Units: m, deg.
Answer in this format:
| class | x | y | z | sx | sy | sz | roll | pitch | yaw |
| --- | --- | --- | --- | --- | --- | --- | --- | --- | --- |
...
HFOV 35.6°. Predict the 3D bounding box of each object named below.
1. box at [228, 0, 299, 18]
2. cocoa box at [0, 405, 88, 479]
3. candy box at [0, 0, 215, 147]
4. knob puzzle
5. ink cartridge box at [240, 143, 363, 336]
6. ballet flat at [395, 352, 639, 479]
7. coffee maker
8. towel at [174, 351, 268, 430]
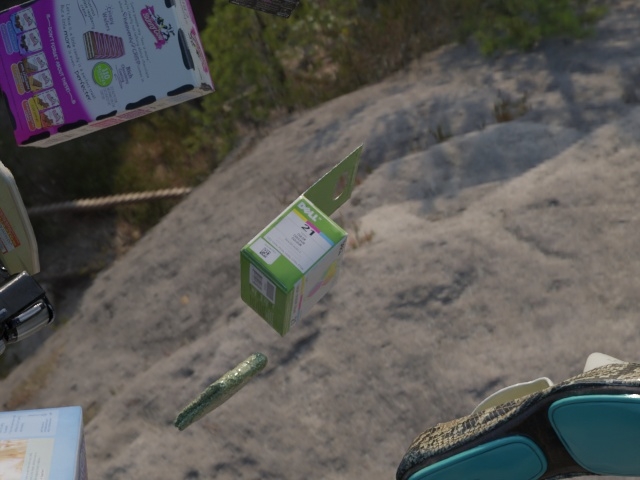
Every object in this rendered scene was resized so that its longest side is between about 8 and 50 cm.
| class | x | y | z | sx | sy | sz | roll | pitch | yaw |
| --- | --- | --- | --- | --- | --- | --- | --- | --- | --- |
| box | -0.071 | -0.317 | 1.282 | 0.083 | 0.067 | 0.018 | 12 | 74 | -14 |
| cocoa box | -0.455 | 0.419 | 1.431 | 0.231 | 0.228 | 0.347 | -3 | 19 | -10 |
| candy box | -0.259 | -0.216 | 1.165 | 0.233 | 0.071 | 0.159 | -15 | 91 | 13 |
| knob puzzle | -0.351 | -0.052 | 1.092 | 0.030 | 0.213 | 0.213 | -31 | 49 | -28 |
| ink cartridge box | 0.000 | 0.000 | 1.504 | 0.097 | 0.189 | 0.255 | 42 | 69 | 14 |
| ballet flat | 0.320 | 0.245 | 1.351 | 0.483 | 0.164 | 0.182 | -23 | 22 | 30 |
| coffee maker | -0.623 | 0.135 | 1.884 | 0.171 | 0.120 | 0.178 | 42 | 43 | 9 |
| towel | -0.143 | 0.214 | 1.412 | 0.027 | 0.148 | 0.110 | 53 | 43 | 7 |
